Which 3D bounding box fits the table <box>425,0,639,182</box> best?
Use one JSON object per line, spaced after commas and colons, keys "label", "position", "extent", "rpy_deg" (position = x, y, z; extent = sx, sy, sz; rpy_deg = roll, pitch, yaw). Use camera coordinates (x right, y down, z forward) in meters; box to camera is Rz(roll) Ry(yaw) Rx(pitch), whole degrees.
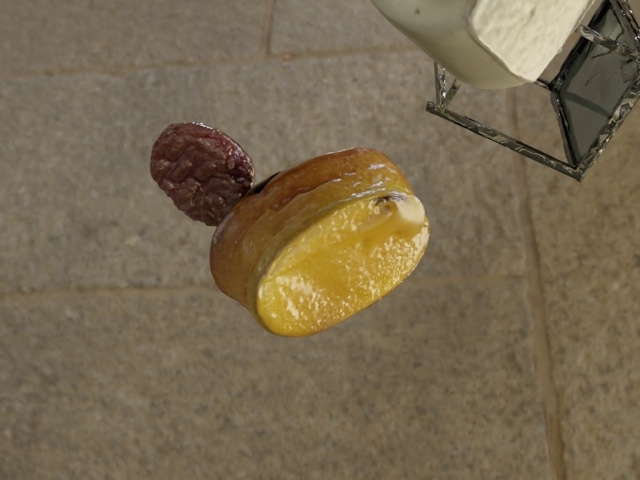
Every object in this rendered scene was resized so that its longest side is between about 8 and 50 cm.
{"label": "table", "position": [0.331, -0.307, 1.641], "extent": [0.272, 0.222, 0.335], "rpy_deg": [23, 30, -9]}

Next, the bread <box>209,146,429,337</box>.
{"label": "bread", "position": [0.000, 0.000, 1.268], "extent": [0.269, 0.195, 0.143], "rpy_deg": [-30, 46, -12]}

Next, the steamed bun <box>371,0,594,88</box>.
{"label": "steamed bun", "position": [0.141, -0.257, 0.844], "extent": [0.164, 0.146, 0.242], "rpy_deg": [30, 91, 44]}

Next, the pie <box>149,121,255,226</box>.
{"label": "pie", "position": [-0.146, -0.081, 1.298], "extent": [0.154, 0.154, 0.036], "rpy_deg": [10, 41, 17]}
